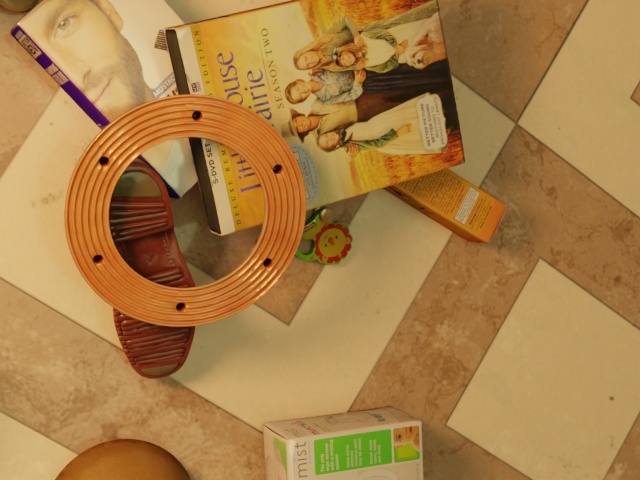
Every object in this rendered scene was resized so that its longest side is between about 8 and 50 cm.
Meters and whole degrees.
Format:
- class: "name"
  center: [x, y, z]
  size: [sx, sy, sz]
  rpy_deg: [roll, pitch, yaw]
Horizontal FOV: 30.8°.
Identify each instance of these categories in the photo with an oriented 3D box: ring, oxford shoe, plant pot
- class: "ring"
  center: [-0.185, -0.039, 1.613]
  size: [0.337, 0.032, 0.336]
  rpy_deg: [-5, 109, -15]
- class: "oxford shoe"
  center: [-0.255, 0.034, 1.712]
  size: [0.123, 0.130, 0.348]
  rpy_deg: [-8, 113, -14]
- class: "plant pot"
  center: [-0.262, 0.429, 1.658]
  size: [0.237, 0.254, 0.237]
  rpy_deg: [-1, 94, -20]

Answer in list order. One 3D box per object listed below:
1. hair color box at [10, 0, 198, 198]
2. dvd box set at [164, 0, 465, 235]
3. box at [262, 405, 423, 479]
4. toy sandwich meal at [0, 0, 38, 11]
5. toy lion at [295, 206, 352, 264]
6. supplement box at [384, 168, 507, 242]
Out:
- class: "hair color box"
  center: [-0.265, -0.244, 1.700]
  size: [0.185, 0.110, 0.339]
  rpy_deg: [-46, 105, -12]
- class: "dvd box set"
  center: [0.003, -0.209, 1.719]
  size: [0.420, 0.062, 0.307]
  rpy_deg: [-17, 105, -22]
- class: "box"
  center: [0.036, 0.412, 1.838]
  size: [0.231, 0.127, 0.262]
  rpy_deg: [-3, 95, -22]
- class: "toy sandwich meal"
  center: [-0.443, -0.367, 1.669]
  size: [0.086, 0.029, 0.085]
  rpy_deg: [1, 87, -31]
- class: "toy lion"
  center: [0.000, 0.000, 1.854]
  size: [0.100, 0.034, 0.096]
  rpy_deg: [-31, 111, -16]
- class: "supplement box"
  center: [0.185, -0.082, 1.892]
  size: [0.233, 0.078, 0.080]
  rpy_deg: [28, 83, -20]
